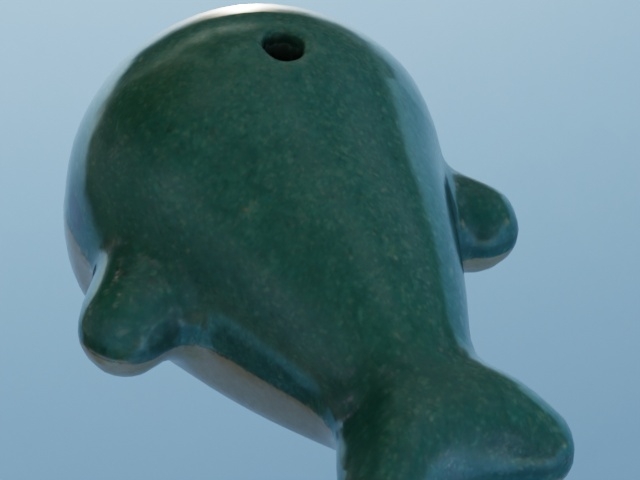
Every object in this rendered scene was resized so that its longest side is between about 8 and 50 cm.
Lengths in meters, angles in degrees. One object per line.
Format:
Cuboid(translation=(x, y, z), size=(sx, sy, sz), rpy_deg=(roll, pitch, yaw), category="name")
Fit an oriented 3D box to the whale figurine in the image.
Cuboid(translation=(0.000, 0.000, 0.664), size=(0.216, 0.141, 0.272), rpy_deg=(-14, -135, -26), category="whale figurine")
